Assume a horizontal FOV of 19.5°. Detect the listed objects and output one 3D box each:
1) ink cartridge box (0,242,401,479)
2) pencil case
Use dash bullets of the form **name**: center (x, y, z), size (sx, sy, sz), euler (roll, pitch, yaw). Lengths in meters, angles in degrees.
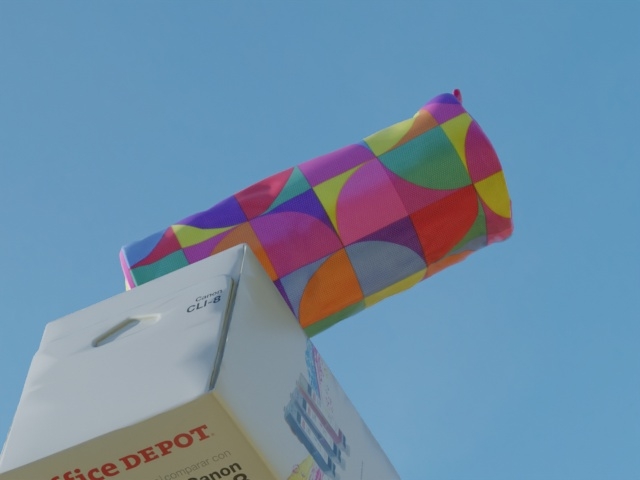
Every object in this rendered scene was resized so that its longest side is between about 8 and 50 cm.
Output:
- **ink cartridge box**: center (-0.056, 0.119, 0.939), size (0.128, 0.127, 0.176), euler (-23, -63, 19)
- **pencil case**: center (0.000, 0.000, 1.089), size (0.236, 0.104, 0.104), euler (-26, -45, -8)
